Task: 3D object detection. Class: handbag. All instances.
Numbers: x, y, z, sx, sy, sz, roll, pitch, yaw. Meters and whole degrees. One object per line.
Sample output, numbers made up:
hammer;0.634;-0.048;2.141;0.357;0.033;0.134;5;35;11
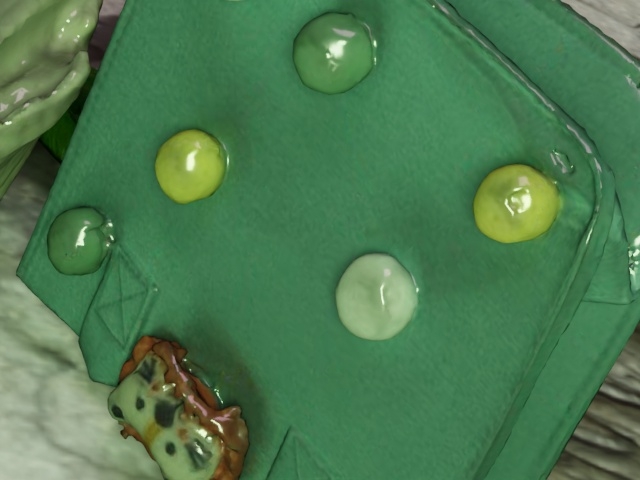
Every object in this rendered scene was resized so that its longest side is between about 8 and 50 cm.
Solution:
handbag;-0.002;-0.001;0.790;0.269;0.274;0.100;44;32;24

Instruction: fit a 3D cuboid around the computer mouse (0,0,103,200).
computer mouse;-0.264;-0.039;0.821;0.228;0.145;0.429;36;48;15

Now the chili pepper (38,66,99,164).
chili pepper;-0.091;-0.044;0.994;0.216;0.062;0.108;40;32;26
